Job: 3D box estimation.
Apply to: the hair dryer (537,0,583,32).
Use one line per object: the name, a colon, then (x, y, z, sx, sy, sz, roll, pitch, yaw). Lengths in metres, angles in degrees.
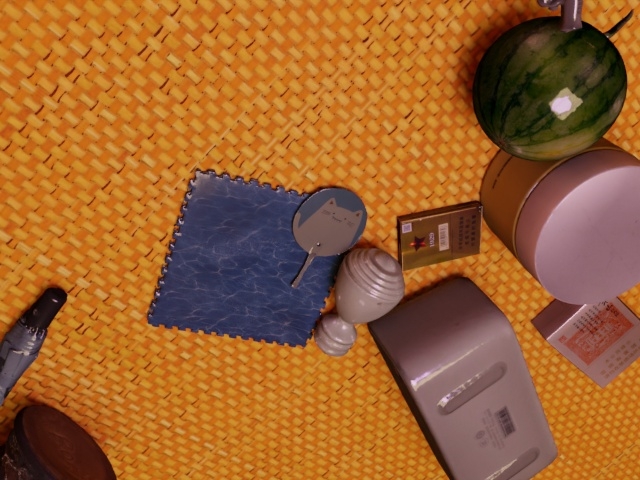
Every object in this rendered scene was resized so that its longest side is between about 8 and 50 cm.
hair dryer: (0.190, -0.381, 0.822, 0.301, 0.121, 0.361, -33, 104, 13)

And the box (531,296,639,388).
box: (0.486, 0.161, 1.297, 0.141, 0.058, 0.201, -45, 120, 11)

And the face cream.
face cream: (0.368, -0.045, 1.070, 0.218, 0.179, 0.218, -7, 121, -12)

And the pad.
pad: (-0.096, 0.038, 1.084, 0.269, 0.012, 0.269, 11, 115, -21)

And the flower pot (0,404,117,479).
flower pot: (-0.454, 0.395, 1.057, 0.267, 0.266, 0.266, -44, 122, -3)

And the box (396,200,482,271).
box: (0.184, -0.007, 1.133, 0.133, 0.023, 0.090, -13, 121, -9)

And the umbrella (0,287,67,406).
umbrella: (-0.434, 0.166, 1.035, 0.052, 0.053, 0.250, 31, 108, -28)

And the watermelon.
watermelon: (0.304, -0.205, 0.959, 0.215, 0.188, 0.188, -47, 122, -8)

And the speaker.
speaker: (0.246, 0.260, 1.218, 0.184, 0.183, 0.406, -31, 124, -4)

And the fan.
fan: (0.000, 0.000, 1.079, 0.113, 0.005, 0.175, 21, 111, -26)

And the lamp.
lamp: (0.055, 0.095, 1.113, 0.106, 0.106, 0.193, 17, 122, -24)
